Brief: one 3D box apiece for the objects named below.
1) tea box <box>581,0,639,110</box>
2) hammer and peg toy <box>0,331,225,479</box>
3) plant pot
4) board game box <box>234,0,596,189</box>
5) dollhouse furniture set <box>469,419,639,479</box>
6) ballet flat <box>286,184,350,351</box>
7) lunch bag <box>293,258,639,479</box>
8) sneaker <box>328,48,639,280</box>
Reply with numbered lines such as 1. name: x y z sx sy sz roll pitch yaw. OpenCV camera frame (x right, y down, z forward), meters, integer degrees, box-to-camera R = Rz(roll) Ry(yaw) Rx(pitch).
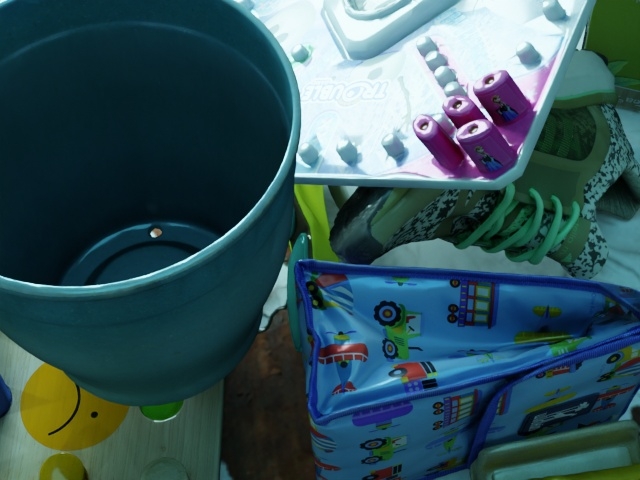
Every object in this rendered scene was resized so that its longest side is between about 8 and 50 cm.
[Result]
1. tea box: 0.398 -0.333 1.174 0.220 0.323 0.329 15 63 12
2. hammer and peg toy: -0.213 0.096 1.071 0.266 0.127 0.361 -2 56 2
3. plant pot: -0.144 -0.011 0.907 0.271 0.255 0.272 -1 57 1
4. board game box: 0.054 -0.218 1.027 0.390 0.050 0.390 5 59 41
5. dollhouse furniture set: 0.279 0.225 0.929 0.301 0.151 0.198 -11 75 -5
6. ballet flat: 0.000 0.000 1.150 0.077 0.077 0.231 -1 56 -17
7. lunch bag: 0.134 0.108 0.990 0.293 0.221 0.138 -7 60 -1
8. sneaker: 0.179 -0.041 1.060 0.410 0.158 0.182 -27 75 -44
